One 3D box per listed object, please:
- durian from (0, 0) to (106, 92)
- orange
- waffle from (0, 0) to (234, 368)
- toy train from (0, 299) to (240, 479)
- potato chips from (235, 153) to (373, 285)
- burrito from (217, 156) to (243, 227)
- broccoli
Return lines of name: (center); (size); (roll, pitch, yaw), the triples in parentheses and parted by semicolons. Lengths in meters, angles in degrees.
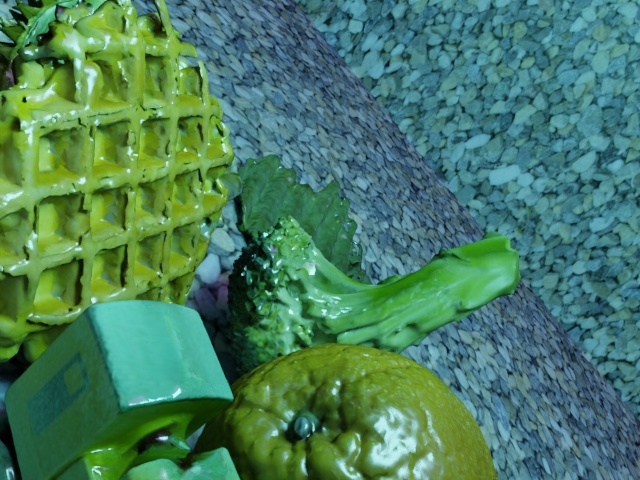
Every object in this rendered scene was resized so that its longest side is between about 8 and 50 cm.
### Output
durian: (-0.281, -0.117, 0.778); (0.198, 0.394, 0.163); (6, -1, -23)
orange: (0.019, 0.264, 0.724); (0.357, 0.322, 0.322); (68, 4, -49)
waffle: (-0.214, -0.039, 0.731); (0.095, 0.382, 0.379); (16, -22, 22)
toy train: (-0.151, 0.247, 0.559); (0.160, 0.253, 0.397); (13, 42, -52)
potato chips: (0.002, 0.007, 1.380); (0.373, 0.097, 0.389); (30, 29, -37)
burrito: (-0.273, -0.140, 1.059); (0.332, 0.135, 0.190); (41, 25, -21)
broccoli: (0.047, 0.081, 0.991); (0.353, 0.397, 0.274); (22, 34, -34)
